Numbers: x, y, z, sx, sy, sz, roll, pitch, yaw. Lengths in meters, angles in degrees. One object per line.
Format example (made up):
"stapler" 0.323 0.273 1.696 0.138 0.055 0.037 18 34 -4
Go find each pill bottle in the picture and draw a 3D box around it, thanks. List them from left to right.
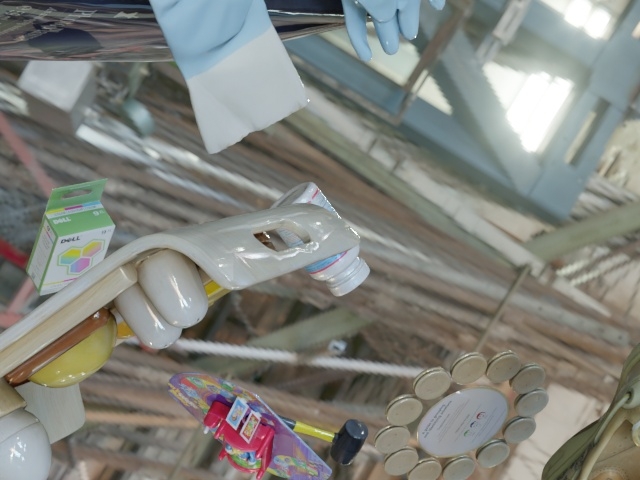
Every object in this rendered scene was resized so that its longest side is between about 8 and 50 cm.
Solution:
"pill bottle" 0.000 0.000 1.618 0.087 0.160 0.087 -33 -164 11

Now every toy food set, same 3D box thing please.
"toy food set" -0.130 0.080 0.774 0.306 0.092 0.219 -33 174 23

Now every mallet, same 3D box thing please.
"mallet" -0.025 0.246 1.503 0.062 0.189 0.039 -55 -161 31

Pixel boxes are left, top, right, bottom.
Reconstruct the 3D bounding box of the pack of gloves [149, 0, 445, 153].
"pack of gloves" -0.013 -0.168 0.686 0.195 0.046 0.232 -29 156 -8

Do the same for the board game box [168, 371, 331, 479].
"board game box" -0.073 0.182 0.997 0.133 0.169 0.033 -5 -136 47

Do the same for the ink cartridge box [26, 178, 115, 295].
"ink cartridge box" -0.418 -0.004 1.886 0.109 0.062 0.209 -14 146 -39

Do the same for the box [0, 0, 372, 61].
"box" -0.151 -0.233 0.826 0.296 0.294 0.183 2 -83 55

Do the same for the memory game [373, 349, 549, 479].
"memory game" 0.139 0.177 1.094 0.186 0.186 0.012 -57 -144 26

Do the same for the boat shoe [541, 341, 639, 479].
"boat shoe" 0.258 0.161 0.851 0.089 0.104 0.285 -67 -179 -48
